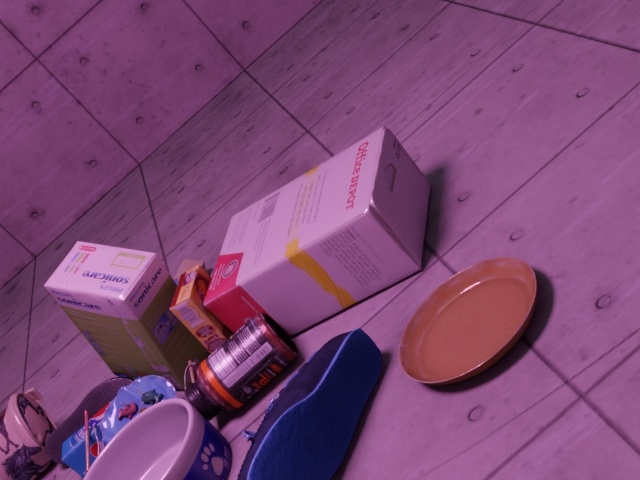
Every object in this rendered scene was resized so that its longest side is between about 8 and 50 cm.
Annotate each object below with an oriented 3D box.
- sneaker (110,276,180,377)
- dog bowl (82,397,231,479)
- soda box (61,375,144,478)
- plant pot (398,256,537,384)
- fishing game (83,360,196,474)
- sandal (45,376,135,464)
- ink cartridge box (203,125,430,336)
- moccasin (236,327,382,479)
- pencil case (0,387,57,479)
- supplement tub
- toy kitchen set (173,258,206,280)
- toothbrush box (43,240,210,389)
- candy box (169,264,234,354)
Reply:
[{"bbox_3d":[-0.338,0.192,2.124,0.296,0.112,0.131,-36,41,18],"label":"sneaker"},{"bbox_3d":[-0.278,0.397,1.635,0.265,0.104,0.265,-35,24,18],"label":"dog bowl"},{"bbox_3d":[-0.405,0.366,1.930,0.210,0.071,0.067,-41,23,3],"label":"soda box"},{"bbox_3d":[0.217,0.121,1.424,0.236,0.032,0.236,-35,23,18],"label":"plant pot"},{"bbox_3d":[-0.338,0.337,1.827,0.264,0.041,0.189,-23,55,17],"label":"fishing game"},{"bbox_3d":[-0.457,0.358,2.016,0.254,0.097,0.054,-36,-3,14],"label":"sandal"},{"bbox_3d":[0.000,0.000,1.811,0.385,0.160,0.279,-30,27,28],"label":"ink cartridge box"},{"bbox_3d":[-0.019,0.272,1.448,0.117,0.137,0.342,-25,14,45],"label":"moccasin"},{"bbox_3d":[-0.734,0.501,2.101,0.410,0.160,0.183,-42,48,3],"label":"pencil case"},{"bbox_3d":[-0.142,0.224,1.720,0.198,0.106,0.106,-42,23,3],"label":"supplement tub"},{"bbox_3d":[-0.375,0.135,2.304,0.207,0.166,0.122,7,42,13],"label":"toy kitchen set"},{"bbox_3d":[-0.362,0.147,1.908,0.206,0.283,0.122,7,52,32],"label":"toothbrush box"},{"bbox_3d":[-0.194,0.148,1.828,0.053,0.186,0.109,-30,25,22],"label":"candy box"}]
